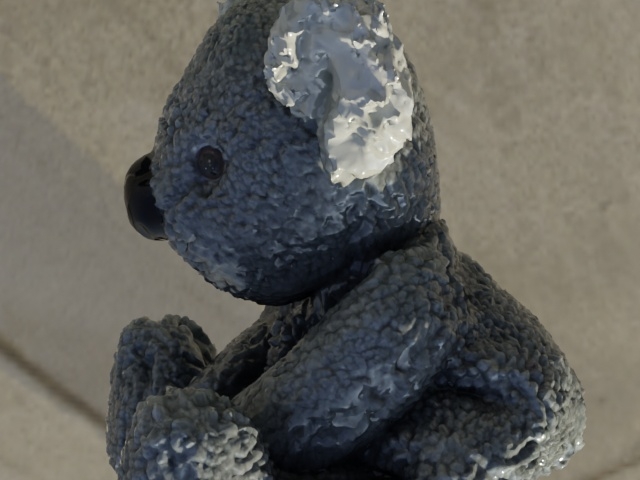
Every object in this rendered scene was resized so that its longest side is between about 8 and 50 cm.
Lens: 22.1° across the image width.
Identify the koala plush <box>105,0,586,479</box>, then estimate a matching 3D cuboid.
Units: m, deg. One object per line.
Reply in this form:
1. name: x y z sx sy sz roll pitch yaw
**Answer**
1. koala plush: 0.000 0.000 0.668 0.203 0.196 0.221 -9 99 -7
